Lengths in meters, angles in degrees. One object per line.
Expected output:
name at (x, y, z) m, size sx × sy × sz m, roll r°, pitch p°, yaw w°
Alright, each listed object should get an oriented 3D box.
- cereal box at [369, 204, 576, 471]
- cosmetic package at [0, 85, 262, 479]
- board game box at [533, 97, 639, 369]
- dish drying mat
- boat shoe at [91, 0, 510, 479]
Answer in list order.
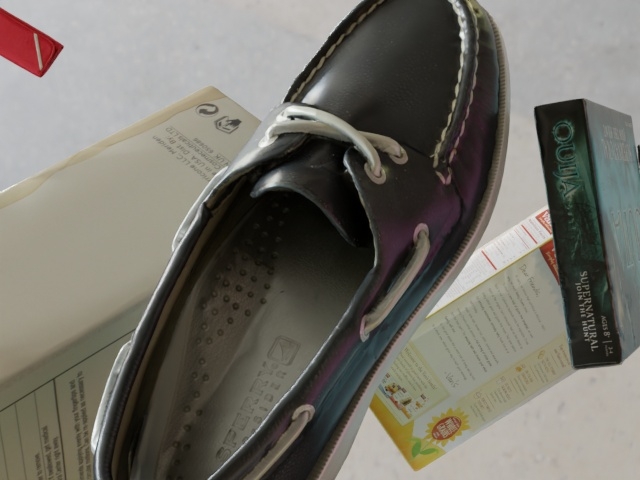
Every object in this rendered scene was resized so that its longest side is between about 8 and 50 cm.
cereal box at (0.148, 0.093, 1.276) m, size 0.240 × 0.173 × 0.047 m, roll -32°, pitch 40°, yaw 0°
cosmetic package at (-0.139, 0.064, 0.706) m, size 0.309 × 0.160 × 0.113 m, roll -30°, pitch 54°, yaw -32°
board game box at (0.150, -0.006, 0.727) m, size 0.026 × 0.126 × 0.186 m, roll -9°, pitch 0°, yaw 20°
dish drying mat at (-0.233, -0.153, 1.037) m, size 0.083 × 0.008 × 0.032 m, roll 31°, pitch 82°, yaw 12°
boat shoe at (0.000, 0.000, 0.601) m, size 0.114 × 0.091 × 0.302 m, roll 14°, pitch 70°, yaw 20°
